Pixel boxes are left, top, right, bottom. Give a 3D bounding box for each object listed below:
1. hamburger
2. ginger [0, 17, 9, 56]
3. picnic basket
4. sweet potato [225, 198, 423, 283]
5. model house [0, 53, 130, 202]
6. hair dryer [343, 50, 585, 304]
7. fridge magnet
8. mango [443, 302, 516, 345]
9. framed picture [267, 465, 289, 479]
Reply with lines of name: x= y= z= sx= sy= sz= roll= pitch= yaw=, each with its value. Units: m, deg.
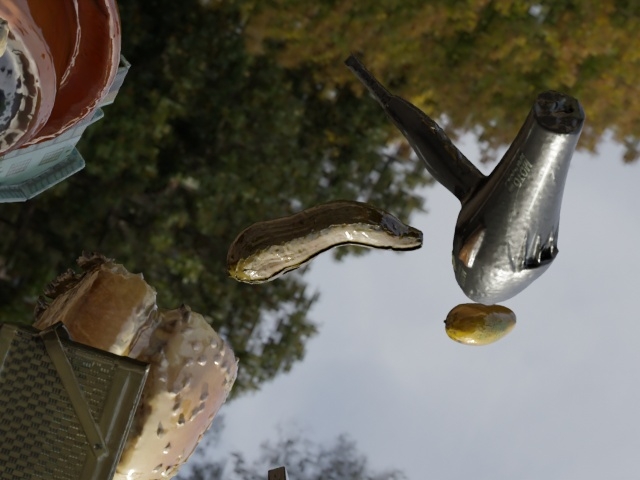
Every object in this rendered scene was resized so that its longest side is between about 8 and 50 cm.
hamburger: x=-0.289 y=0.213 z=1.567 sx=0.287 sy=0.268 sz=0.445 roll=-59 pitch=-166 yaw=-23
ginger: x=-0.287 y=-0.143 z=0.862 sx=0.044 sy=0.137 sz=0.057 roll=134 pitch=-36 yaw=-53
picnic basket: x=-0.267 y=0.212 z=1.188 sx=0.165 sy=0.139 sz=0.267 roll=142 pitch=-34 yaw=-82
sweet potato: x=0.001 y=-0.005 z=1.439 sx=0.062 sy=0.233 sz=0.081 roll=-100 pitch=178 yaw=-49
model house: x=-0.384 y=-0.195 z=1.521 sx=0.198 sy=0.224 sz=0.215 roll=-25 pitch=164 yaw=-45
hair dryer: x=0.135 y=-0.117 z=1.361 sx=0.359 sy=0.120 sz=0.304 roll=48 pitch=-27 yaw=27
fridge magnet: x=-0.356 y=-0.197 z=1.095 sx=0.363 sy=0.363 sz=0.155 roll=-44 pitch=-150 yaw=43
mango: x=0.219 y=0.111 z=1.699 sx=0.079 sy=0.114 sz=0.057 roll=9 pitch=-77 yaw=55
framed picture: x=-0.026 y=0.358 z=1.412 sx=0.128 sy=0.023 sz=0.168 roll=-105 pitch=180 yaw=-74
